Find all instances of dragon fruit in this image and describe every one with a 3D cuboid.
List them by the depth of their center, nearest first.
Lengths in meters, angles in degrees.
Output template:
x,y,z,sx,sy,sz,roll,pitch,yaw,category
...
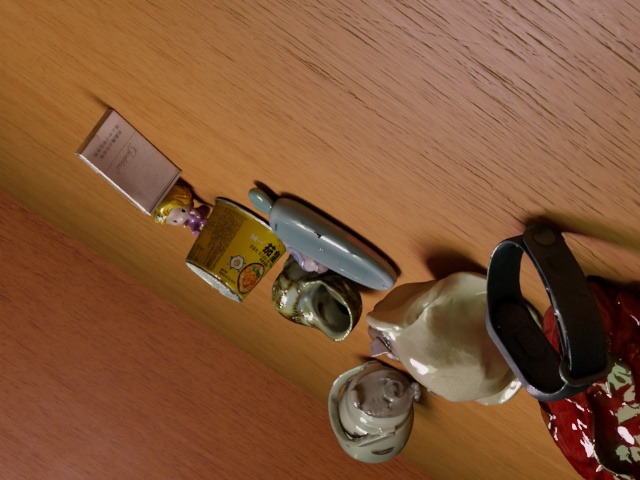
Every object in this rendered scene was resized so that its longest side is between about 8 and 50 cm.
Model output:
x,y,z,sx,sy,sz,roll,pitch,yaw,category
0.348,0.203,1.334,0.286,0.228,0.329,24,166,36,dragon fruit

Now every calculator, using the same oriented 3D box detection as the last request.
x,y,z,sx,sy,sz,roll,pitch,yaw,category
0.000,0.000,1.775,0.299,0.041,0.185,31,166,2,calculator

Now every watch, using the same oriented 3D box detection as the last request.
x,y,z,sx,sy,sz,roll,pitch,yaw,category
0.270,0.094,1.236,0.193,0.068,0.206,98,152,-51,watch

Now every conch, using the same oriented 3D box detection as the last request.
x,y,z,sx,sy,sz,roll,pitch,yaw,category
-0.003,0.102,1.982,0.181,0.124,0.187,43,141,-5,conch

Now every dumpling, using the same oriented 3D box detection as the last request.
x,y,z,sx,sy,sz,roll,pitch,yaw,category
0.228,0.136,1.595,0.243,0.187,0.318,-33,131,31,dumpling

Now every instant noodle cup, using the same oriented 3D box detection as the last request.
x,y,z,sx,sy,sz,roll,pitch,yaw,category
-0.173,0.027,2.022,0.182,0.144,0.182,32,168,8,instant noodle cup

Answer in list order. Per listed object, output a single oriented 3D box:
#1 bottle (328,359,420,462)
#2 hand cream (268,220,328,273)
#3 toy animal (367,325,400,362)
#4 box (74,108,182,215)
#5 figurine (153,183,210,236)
x,y,z,sx,sy,sz,roll,pitch,yaw,category
0.134,0.432,2.596,0.229,0.229,0.351,30,160,11,bottle
-0.039,0.017,1.918,0.142,0.053,0.084,35,171,38,hand cream
0.178,0.210,2.037,0.188,0.089,0.179,25,-179,28,toy animal
-0.359,-0.145,1.928,0.029,0.109,0.198,17,159,48,box
-0.306,-0.080,2.086,0.156,0.094,0.115,22,-162,-42,figurine
